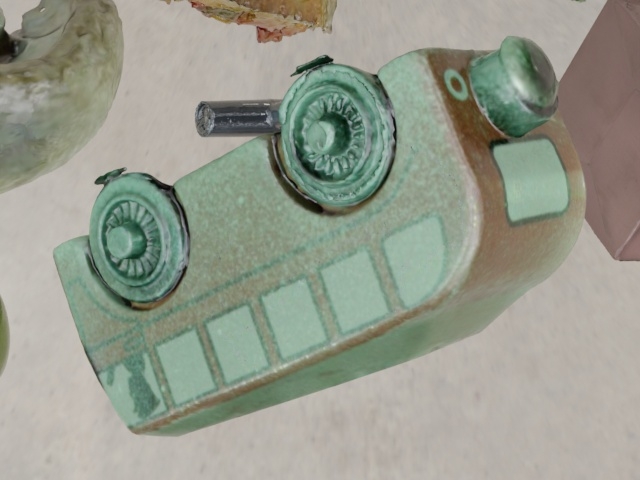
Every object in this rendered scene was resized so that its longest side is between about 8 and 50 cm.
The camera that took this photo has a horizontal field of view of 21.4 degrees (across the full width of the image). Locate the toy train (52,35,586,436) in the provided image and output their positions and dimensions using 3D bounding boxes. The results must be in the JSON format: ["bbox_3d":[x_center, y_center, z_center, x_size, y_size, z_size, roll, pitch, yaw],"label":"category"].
[{"bbox_3d":[0.000,0.000,0.918,0.326,0.129,0.159,-26,82,36],"label":"toy train"}]

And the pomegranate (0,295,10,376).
[{"bbox_3d":[-0.351,0.063,1.470,0.179,0.179,0.210,22,106,-5],"label":"pomegranate"}]

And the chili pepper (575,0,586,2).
[{"bbox_3d":[0.347,-0.370,1.924,0.253,0.083,0.099,-40,117,8],"label":"chili pepper"}]

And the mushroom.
[{"bbox_3d":[-0.289,-0.113,1.354,0.267,0.164,0.189,1,131,-27],"label":"mushroom"}]

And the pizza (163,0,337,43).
[{"bbox_3d":[-0.150,-0.301,1.169,0.130,0.406,0.439,3,118,39],"label":"pizza"}]

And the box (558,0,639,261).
[{"bbox_3d":[0.331,-0.116,1.749,0.086,0.215,0.215,2,132,-33],"label":"box"}]

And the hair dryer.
[{"bbox_3d":[-0.029,-0.154,1.956,0.173,0.195,0.050,-6,86,-31],"label":"hair dryer"}]
